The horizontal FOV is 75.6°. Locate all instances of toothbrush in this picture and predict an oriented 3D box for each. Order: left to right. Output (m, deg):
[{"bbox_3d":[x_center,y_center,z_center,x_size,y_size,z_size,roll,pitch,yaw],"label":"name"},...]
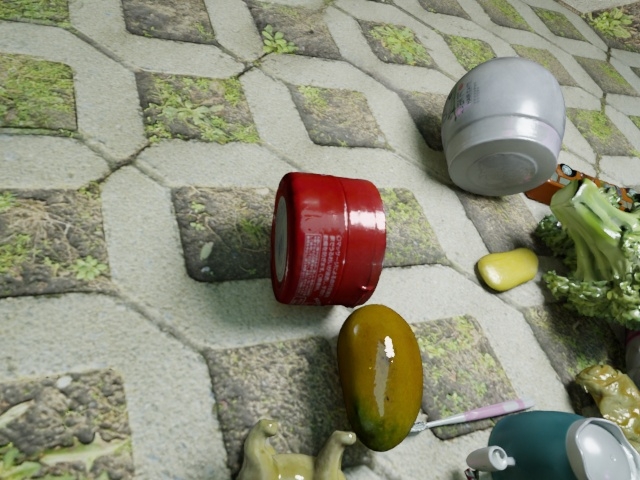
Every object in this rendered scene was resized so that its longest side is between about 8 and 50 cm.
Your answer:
[{"bbox_3d":[0.266,0.303,0.716,0.286,0.025,0.020,-2,60,-22],"label":"toothbrush"}]

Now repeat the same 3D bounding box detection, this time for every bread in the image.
[{"bbox_3d":[0.565,0.341,0.750,0.128,0.088,0.232,16,48,-44],"label":"bread"}]

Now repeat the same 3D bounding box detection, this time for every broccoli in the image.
[{"bbox_3d":[0.622,0.014,0.882,0.338,0.277,0.318,-17,73,-35],"label":"broccoli"}]

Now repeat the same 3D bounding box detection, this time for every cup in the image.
[{"bbox_3d":[0.381,0.345,0.641,0.299,0.173,0.168,10,55,-14],"label":"cup"}]

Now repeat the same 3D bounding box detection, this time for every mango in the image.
[{"bbox_3d":[0.095,0.208,0.646,0.151,0.120,0.221,25,48,-40],"label":"mango"}]

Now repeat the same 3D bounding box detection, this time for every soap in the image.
[{"bbox_3d":[0.423,0.064,0.919,0.168,0.033,0.089,-8,64,-24],"label":"soap"}]

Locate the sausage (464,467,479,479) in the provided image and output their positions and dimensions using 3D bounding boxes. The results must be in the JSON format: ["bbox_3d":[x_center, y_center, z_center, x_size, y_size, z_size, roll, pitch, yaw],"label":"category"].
[{"bbox_3d":[0.197,0.467,0.526,0.125,0.117,0.318,2,50,24],"label":"sausage"}]

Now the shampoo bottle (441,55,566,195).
[{"bbox_3d":[0.427,-0.264,0.981,0.272,0.273,0.267,17,65,-9],"label":"shampoo bottle"}]

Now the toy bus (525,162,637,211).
[{"bbox_3d":[0.740,-0.114,1.113,0.408,0.093,0.092,17,62,-9],"label":"toy bus"}]

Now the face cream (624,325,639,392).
[{"bbox_3d":[0.731,0.222,0.846,0.175,0.175,0.195,35,54,4],"label":"face cream"}]

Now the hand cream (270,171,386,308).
[{"bbox_3d":[0.000,0.000,0.690,0.149,0.230,0.230,1,59,-16],"label":"hand cream"}]

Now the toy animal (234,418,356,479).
[{"bbox_3d":[-0.012,0.330,0.546,0.233,0.121,0.169,24,65,-1],"label":"toy animal"}]
